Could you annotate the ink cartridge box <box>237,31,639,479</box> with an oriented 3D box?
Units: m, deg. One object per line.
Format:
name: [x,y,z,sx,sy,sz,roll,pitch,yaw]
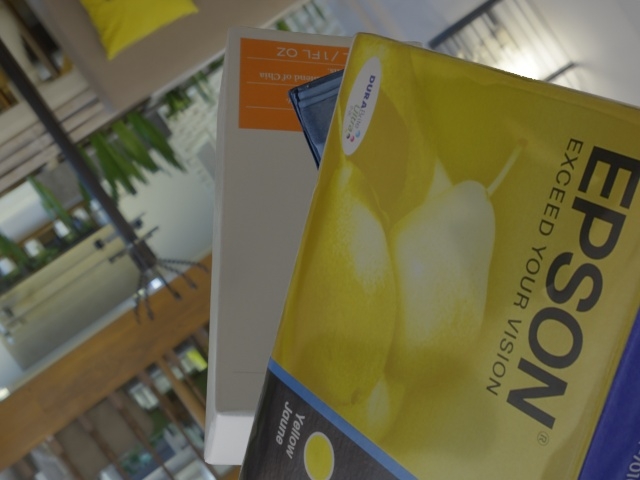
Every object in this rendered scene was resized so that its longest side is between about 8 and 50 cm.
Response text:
ink cartridge box: [0.084,0.080,0.463,0.072,0.303,0.307,8,-167,-35]

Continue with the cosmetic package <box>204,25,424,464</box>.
cosmetic package: [0.000,0.000,1.071,0.230,0.453,0.161,3,151,-9]

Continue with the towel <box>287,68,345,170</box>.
towel: [0.026,-0.070,0.766,0.067,0.119,0.029,-23,-175,-15]
